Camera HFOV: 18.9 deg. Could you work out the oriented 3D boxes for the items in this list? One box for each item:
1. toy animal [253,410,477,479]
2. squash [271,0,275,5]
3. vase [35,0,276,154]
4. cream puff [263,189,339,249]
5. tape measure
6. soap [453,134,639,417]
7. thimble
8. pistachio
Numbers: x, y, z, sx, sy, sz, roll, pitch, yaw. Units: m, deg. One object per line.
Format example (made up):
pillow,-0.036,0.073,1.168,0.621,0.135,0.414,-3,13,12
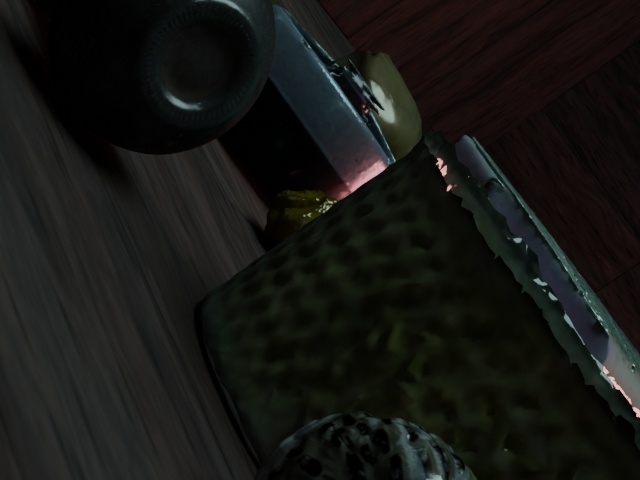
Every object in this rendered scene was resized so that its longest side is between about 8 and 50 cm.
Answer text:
toy animal,0.016,0.105,0.736,0.098,0.098,0.137,57,-11,20
squash,-0.077,-0.227,1.674,0.071,0.080,0.318,6,41,-16
vase,-0.099,-0.119,1.023,0.120,0.120,0.183,50,-6,-34
cream puff,0.000,0.000,1.299,0.083,0.058,0.083,55,5,11
tape measure,-0.013,-0.092,1.472,0.182,0.107,0.181,55,0,-23
soap,0.204,0.116,1.755,0.446,0.156,0.261,48,10,-41
thimble,0.071,0.090,0.975,0.271,0.150,0.271,54,7,-9
pistachio,0.026,-0.108,1.688,0.129,0.131,0.206,23,16,-8
